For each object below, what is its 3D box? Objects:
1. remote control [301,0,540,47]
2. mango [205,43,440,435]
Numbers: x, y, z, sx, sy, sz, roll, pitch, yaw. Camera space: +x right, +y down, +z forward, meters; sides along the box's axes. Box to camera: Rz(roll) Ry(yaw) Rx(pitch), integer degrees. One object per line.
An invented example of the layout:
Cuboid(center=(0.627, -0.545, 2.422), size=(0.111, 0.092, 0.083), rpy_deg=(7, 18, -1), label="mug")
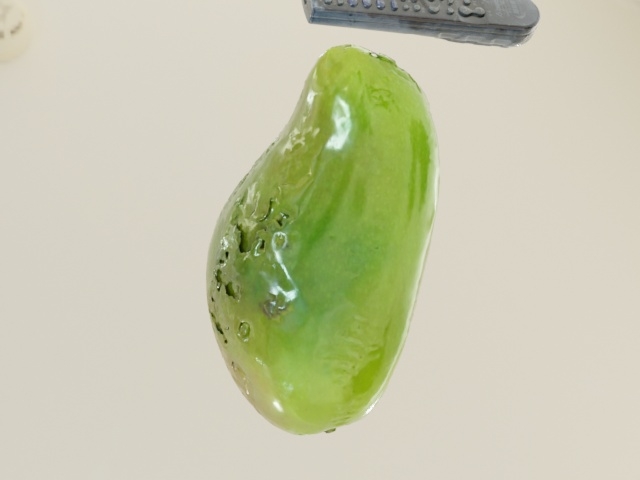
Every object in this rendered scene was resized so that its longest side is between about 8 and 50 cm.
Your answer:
Cuboid(center=(0.063, -0.142, 0.796), size=(0.152, 0.027, 0.044), rpy_deg=(5, -125, -17), label="remote control")
Cuboid(center=(0.000, 0.000, 0.737), size=(0.125, 0.111, 0.233), rpy_deg=(4, -69, -10), label="mango")
